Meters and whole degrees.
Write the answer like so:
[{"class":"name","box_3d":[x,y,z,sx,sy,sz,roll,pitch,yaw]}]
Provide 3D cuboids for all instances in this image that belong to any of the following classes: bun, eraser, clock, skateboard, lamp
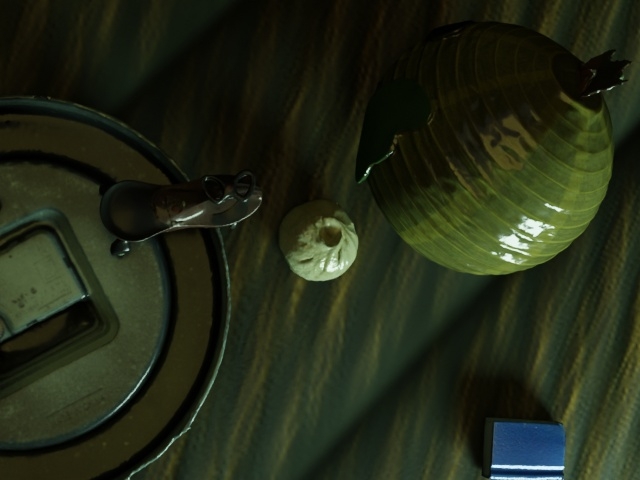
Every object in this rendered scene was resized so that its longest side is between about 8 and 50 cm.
[{"class":"bun","box_3d":[0.000,0.000,1.026,0.086,0.055,0.086,1,87,-14]},{"class":"eraser","box_3d":[0.217,0.223,1.076,0.085,0.027,0.063,5,85,-12]},{"class":"clock","box_3d":[-0.278,0.058,0.950,0.386,0.076,0.386,1,86,-13]},{"class":"skateboard","box_3d":[-0.123,-0.035,0.910,0.151,0.080,0.067,-11,83,-15]},{"class":"lamp","box_3d":[0.172,-0.098,0.953,0.250,0.284,0.250,20,54,-30]}]
